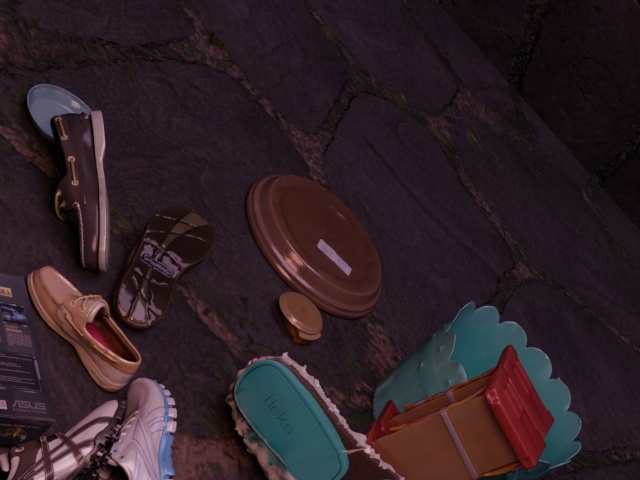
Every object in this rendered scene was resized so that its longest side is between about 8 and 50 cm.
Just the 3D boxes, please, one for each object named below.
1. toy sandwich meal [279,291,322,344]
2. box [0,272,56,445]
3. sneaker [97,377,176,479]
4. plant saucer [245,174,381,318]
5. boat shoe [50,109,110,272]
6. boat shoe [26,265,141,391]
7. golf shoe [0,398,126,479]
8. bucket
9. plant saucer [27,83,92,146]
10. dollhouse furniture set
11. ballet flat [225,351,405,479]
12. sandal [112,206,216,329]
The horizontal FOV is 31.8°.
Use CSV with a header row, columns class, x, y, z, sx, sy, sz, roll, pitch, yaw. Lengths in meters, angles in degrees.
class,x,y,z,sx,sy,sz,roll,pitch,yaw
toy sandwich meal,-0.031,0.111,1.610,0.085,0.029,0.086,32,29,-20
box,-0.386,0.103,1.095,0.232,0.059,0.183,15,43,-44
sneaker,-0.202,0.221,1.197,0.083,0.071,0.191,22,37,-30
plant saucer,0.000,0.000,1.778,0.278,0.041,0.278,35,31,-25
boat shoe,-0.301,-0.061,1.406,0.068,0.081,0.228,-3,61,-12
boat shoe,-0.264,0.090,1.279,0.170,0.059,0.063,50,28,3
golf shoe,-0.261,0.212,1.092,0.093,0.077,0.198,27,40,6
bucket,0.223,0.250,1.624,0.281,0.183,0.281,34,32,-25
plant saucer,-0.347,-0.158,1.512,0.119,0.021,0.119,34,31,-24
dollhouse furniture set,0.226,0.352,1.407,0.374,0.201,0.152,63,24,-3
ballet flat,0.034,0.306,1.323,0.147,0.147,0.409,6,42,-51
sandal,-0.206,0.038,1.435,0.090,0.060,0.219,34,45,-13
